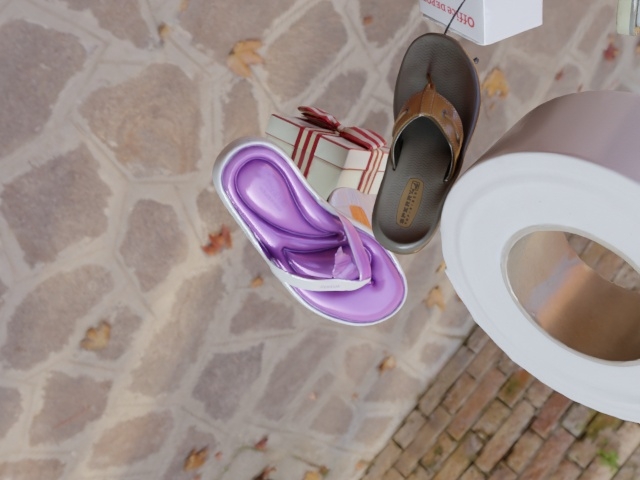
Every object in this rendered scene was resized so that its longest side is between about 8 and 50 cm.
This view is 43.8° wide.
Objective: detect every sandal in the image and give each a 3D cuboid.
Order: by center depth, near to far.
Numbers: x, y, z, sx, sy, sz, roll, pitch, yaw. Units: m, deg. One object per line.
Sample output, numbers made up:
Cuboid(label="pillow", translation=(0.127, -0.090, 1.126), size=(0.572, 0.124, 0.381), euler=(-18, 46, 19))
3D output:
Cuboid(label="sandal", translation=(0.096, -0.095, 0.767), size=(0.060, 0.090, 0.219), euler=(24, 84, -75))
Cuboid(label="sandal", translation=(-0.010, 0.012, 1.252), size=(0.416, 0.102, 0.169), euler=(41, 92, -26))
Cuboid(label="sandal", translation=(0.064, -0.046, 1.593), size=(0.265, 0.076, 0.101), euler=(2, 79, -63))

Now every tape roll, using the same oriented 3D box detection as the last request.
Cuboid(label="tape roll", translation=(0.243, 0.020, 0.678), size=(0.100, 0.286, 0.286), euler=(-42, 139, -29))

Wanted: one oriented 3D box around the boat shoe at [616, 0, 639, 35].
Cuboid(label="boat shoe", translation=(0.310, -0.259, 0.592), size=(0.302, 0.103, 0.113), euler=(-55, 150, -26))

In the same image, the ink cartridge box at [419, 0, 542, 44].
Cuboid(label="ink cartridge box", translation=(0.333, -0.663, 1.719), size=(0.166, 0.285, 0.394), euler=(-21, 127, -14))

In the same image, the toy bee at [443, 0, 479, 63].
Cuboid(label="toy bee", translation=(0.163, -0.386, 1.061), size=(0.162, 0.195, 0.298), euler=(-47, 146, -25))

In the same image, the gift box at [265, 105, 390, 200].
Cuboid(label="gift box", translation=(0.011, -0.157, 1.809), size=(0.276, 0.255, 0.258), euler=(-11, 124, -60))
